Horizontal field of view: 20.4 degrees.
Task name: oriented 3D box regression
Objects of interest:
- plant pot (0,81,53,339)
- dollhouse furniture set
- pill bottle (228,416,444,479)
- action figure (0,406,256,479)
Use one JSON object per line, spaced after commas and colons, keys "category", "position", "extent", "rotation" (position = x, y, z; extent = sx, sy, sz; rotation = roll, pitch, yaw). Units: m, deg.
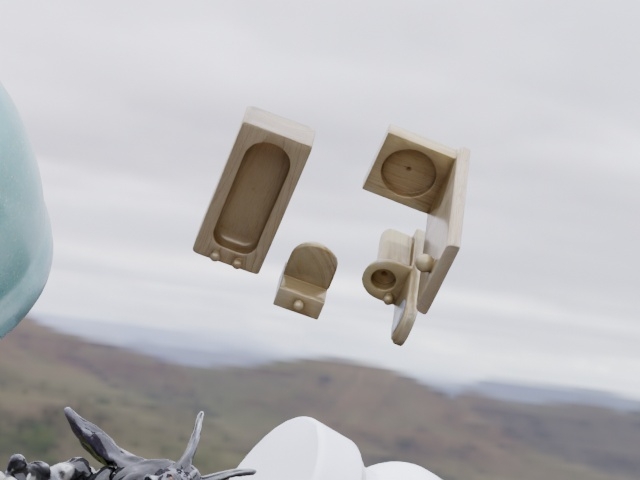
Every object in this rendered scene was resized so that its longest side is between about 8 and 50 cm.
{"category": "plant pot", "position": [-0.332, -0.064, 1.220], "extent": [0.293, 0.196, 0.293], "rotation": [4, 40, -3]}
{"category": "dollhouse furniture set", "position": [0.000, 0.000, 1.182], "extent": [0.151, 0.144, 0.123], "rotation": [20, 33, -6]}
{"category": "pill bottle", "position": [0.085, 0.312, 1.456], "extent": [0.363, 0.210, 0.210], "rotation": [36, -14, -19]}
{"category": "action figure", "position": [-0.145, 0.203, 1.008], "extent": [0.164, 0.275, 0.141], "rotation": [49, -15, -3]}
